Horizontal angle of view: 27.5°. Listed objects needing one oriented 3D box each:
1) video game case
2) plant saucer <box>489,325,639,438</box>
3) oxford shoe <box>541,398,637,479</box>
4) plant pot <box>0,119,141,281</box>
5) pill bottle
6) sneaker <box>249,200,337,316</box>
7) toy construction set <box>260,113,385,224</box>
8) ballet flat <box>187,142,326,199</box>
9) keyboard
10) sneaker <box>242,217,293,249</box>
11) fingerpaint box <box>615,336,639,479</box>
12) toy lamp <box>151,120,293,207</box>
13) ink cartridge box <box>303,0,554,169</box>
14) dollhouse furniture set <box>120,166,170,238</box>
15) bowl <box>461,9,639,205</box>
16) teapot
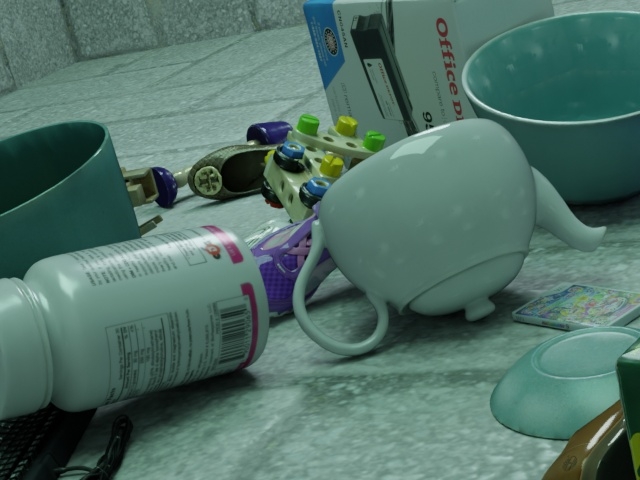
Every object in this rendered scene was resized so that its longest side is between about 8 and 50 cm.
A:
[{"bbox_3d":[0.269,0.069,1.336,0.087,0.011,0.122,-26,21,-34],"label":"video game case"},{"bbox_3d":[0.244,0.115,1.168,0.195,0.037,0.195,-13,17,4],"label":"plant saucer"},{"bbox_3d":[0.244,0.144,1.021,0.212,0.076,0.076,-28,11,-39],"label":"oxford shoe"},{"bbox_3d":[-0.337,0.031,1.516,0.293,0.235,0.293,-17,24,8],"label":"plant pot"},{"bbox_3d":[-0.210,0.084,1.340,0.283,0.160,0.160,-12,14,-31],"label":"pill bottle"},{"bbox_3d":[0.000,0.000,1.538,0.236,0.095,0.104,-32,-11,-21],"label":"sneaker"},{"bbox_3d":[0.043,-0.068,1.757,0.215,0.151,0.328,6,15,-27],"label":"toy construction set"},{"bbox_3d":[-0.090,-0.115,2.098,0.250,0.084,0.058,-9,16,-3],"label":"ballet flat"},{"bbox_3d":[-0.275,0.219,1.260,0.202,0.033,0.317,-11,18,9],"label":"keyboard"},{"bbox_3d":[-0.106,0.050,1.587,0.237,0.085,0.086,-31,49,-27],"label":"sneaker"},{"bbox_3d":[0.480,0.065,0.922,0.371,0.163,0.445,1,23,41],"label":"fingerpaint box"},{"bbox_3d":[-0.162,-0.138,2.220,0.275,0.080,0.080,-24,20,-32],"label":"toy lamp"},{"bbox_3d":[0.169,-0.244,1.939,0.166,0.285,0.395,-24,19,-27],"label":"ink cartridge box"},{"bbox_3d":[-0.276,0.005,1.711,0.101,0.161,0.182,-10,17,14],"label":"dollhouse furniture set"},{"bbox_3d":[0.343,-0.157,1.672,0.312,0.163,0.311,-8,32,5],"label":"bowl"},{"bbox_3d":[0.126,0.002,1.397,0.256,0.187,0.252,-34,-17,36],"label":"teapot"}]
